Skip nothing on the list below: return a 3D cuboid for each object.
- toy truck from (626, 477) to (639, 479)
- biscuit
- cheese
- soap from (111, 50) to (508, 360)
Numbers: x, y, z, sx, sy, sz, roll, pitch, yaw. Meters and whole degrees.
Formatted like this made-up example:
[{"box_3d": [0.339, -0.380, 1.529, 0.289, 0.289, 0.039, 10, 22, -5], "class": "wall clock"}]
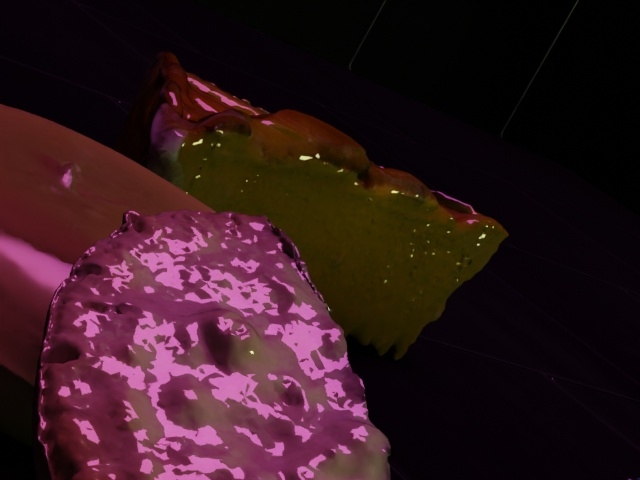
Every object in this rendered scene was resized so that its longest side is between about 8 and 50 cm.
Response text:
[{"box_3d": [0.323, 0.213, 1.450, 0.136, 0.074, 0.063, 36, 12, 29], "class": "toy truck"}, {"box_3d": [-0.043, 0.103, 0.795, 0.179, 0.084, 0.281, -1, 54, -38], "class": "biscuit"}, {"box_3d": [-0.151, 0.019, 0.980, 0.316, 0.128, 0.259, 25, 13, -12], "class": "cheese"}, {"box_3d": [0.000, 0.000, 1.353, 0.339, 0.169, 0.304, 25, 11, -13], "class": "soap"}]
